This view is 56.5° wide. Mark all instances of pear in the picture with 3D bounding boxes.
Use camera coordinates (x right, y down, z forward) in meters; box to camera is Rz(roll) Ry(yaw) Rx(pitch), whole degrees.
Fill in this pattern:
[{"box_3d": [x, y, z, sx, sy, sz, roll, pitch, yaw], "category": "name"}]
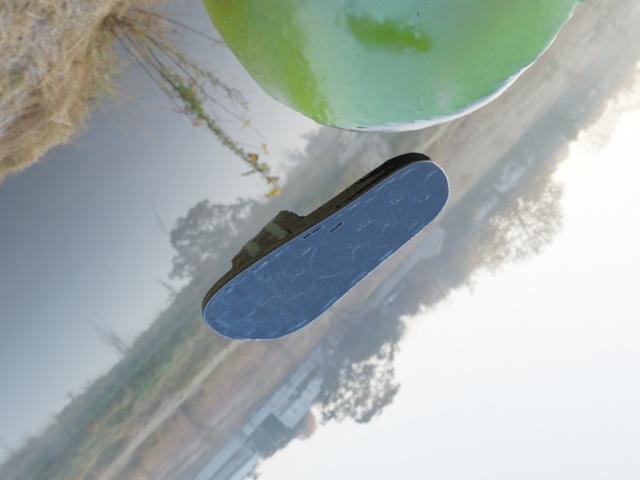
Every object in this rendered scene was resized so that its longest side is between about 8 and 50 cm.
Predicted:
[{"box_3d": [0.042, -0.287, 0.440, 0.399, 0.399, 0.165, -48, 159, 15], "category": "pear"}]

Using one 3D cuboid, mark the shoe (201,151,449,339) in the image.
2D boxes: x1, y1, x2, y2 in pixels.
[{"box_3d": [0.000, 0.000, 0.397, 0.179, 0.071, 0.049, -36, -142, 5], "category": "shoe"}]
